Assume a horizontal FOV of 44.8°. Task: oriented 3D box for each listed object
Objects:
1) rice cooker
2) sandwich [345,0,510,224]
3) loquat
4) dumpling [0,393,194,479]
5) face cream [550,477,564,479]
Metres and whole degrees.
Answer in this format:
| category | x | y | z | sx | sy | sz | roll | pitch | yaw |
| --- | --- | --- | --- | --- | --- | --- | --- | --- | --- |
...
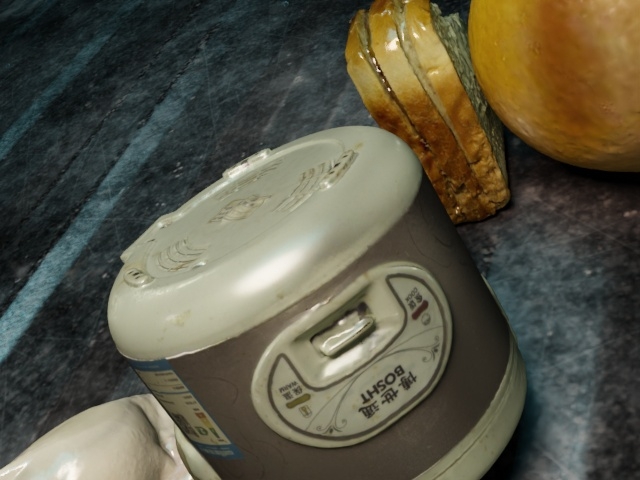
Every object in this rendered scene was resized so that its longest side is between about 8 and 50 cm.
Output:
| category | x | y | z | sx | sy | sz | roll | pitch | yaw |
| --- | --- | --- | --- | --- | --- | --- | --- | --- | --- |
| rice cooker | 0.001 | 0.079 | 0.625 | 0.288 | 0.277 | 0.288 | -26 | 20 | 10 |
| sandwich | 0.131 | -0.190 | 0.881 | 0.100 | 0.254 | 0.288 | -22 | 34 | 25 |
| loquat | 0.323 | -0.195 | 0.744 | 0.329 | 0.328 | 0.359 | -26 | 82 | 2 |
| dumpling | -0.200 | 0.229 | 0.710 | 0.151 | 0.124 | 0.229 | 47 | 48 | 13 |
| face cream | 0.100 | 0.240 | 0.554 | 0.198 | 0.057 | 0.084 | -26 | 37 | 1 |
